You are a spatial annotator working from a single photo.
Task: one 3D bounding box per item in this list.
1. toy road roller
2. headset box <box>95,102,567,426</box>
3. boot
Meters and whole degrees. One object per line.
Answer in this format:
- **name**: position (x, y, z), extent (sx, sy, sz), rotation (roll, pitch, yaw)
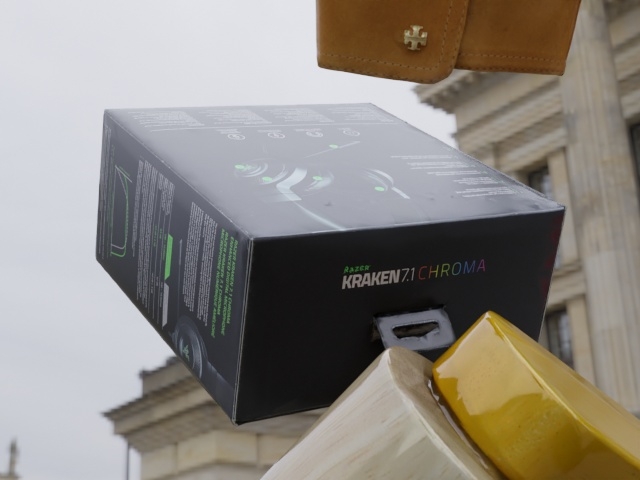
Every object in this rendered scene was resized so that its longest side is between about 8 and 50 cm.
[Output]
- **toy road roller**: position (0.073, 0.141, 0.566), extent (0.202, 0.240, 0.329), rotation (-47, -51, 11)
- **headset box**: position (0.000, 0.000, 0.798), extent (0.246, 0.131, 0.283), rotation (-6, 25, -30)
- **boot**: position (0.013, -0.194, 0.560), extent (0.295, 0.211, 0.104), rotation (10, 15, -10)
